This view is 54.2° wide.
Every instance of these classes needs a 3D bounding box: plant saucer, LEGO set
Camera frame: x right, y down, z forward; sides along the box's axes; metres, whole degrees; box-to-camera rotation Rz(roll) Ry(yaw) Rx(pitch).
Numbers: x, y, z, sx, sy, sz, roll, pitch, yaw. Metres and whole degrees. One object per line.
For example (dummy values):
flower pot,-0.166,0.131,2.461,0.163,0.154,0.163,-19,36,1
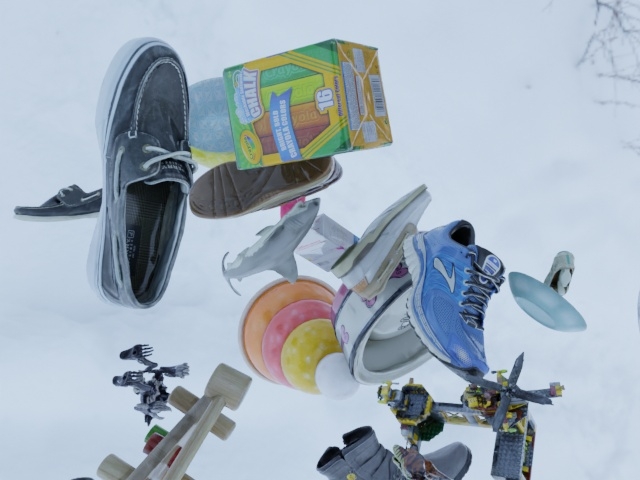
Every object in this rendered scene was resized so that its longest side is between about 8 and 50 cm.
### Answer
plant saucer,0.473,0.143,1.340,0.037,0.195,0.195,-48,121,-7
LEGO set,0.142,0.287,0.762,0.192,0.255,0.331,54,51,-40

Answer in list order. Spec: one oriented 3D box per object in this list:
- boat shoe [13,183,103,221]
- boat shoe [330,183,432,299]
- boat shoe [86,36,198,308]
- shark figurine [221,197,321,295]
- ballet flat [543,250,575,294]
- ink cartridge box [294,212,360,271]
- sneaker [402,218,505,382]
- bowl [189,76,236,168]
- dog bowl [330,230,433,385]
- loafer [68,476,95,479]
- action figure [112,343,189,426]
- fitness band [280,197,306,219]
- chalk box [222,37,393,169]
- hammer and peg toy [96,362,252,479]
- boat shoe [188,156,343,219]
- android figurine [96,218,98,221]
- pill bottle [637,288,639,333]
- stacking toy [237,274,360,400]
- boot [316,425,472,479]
boat shoe,-0.531,-0.079,1.318,0.233,0.084,0.079,-12,100,-46
boat shoe,0.148,0.001,1.310,0.103,0.113,0.302,47,63,-4
boat shoe,-0.199,-0.078,0.761,0.121,0.119,0.335,2,96,-46
shark figurine,-0.101,0.045,1.182,0.116,0.278,0.166,49,26,-10
ballet flat,0.528,0.091,1.385,0.168,0.057,0.052,76,12,-49
ink cartridge box,0.000,0.000,1.407,0.181,0.104,0.062,33,49,-41
sneaker,0.227,0.079,1.025,0.130,0.147,0.330,38,32,-31
bowl,-0.236,-0.269,1.602,0.289,0.289,0.156,-44,156,-31
dog bowl,0.202,0.150,1.483,0.408,0.150,0.408,-26,143,-21
loafer,-0.531,0.574,1.272,0.220,0.078,0.080,-48,144,5
action figure,-0.424,0.381,1.616,0.276,0.141,0.164,73,25,-55
fitness band,-0.067,-0.115,1.559,0.054,0.291,0.209,5,80,2
chalk box,-0.048,-0.226,1.099,0.179,0.289,0.180,-20,102,-59
hammer and peg toy,-0.253,0.355,0.996,0.361,0.127,0.266,-64,170,30
boat shoe,-0.115,-0.113,1.327,0.123,0.342,0.123,26,49,-64
android figurine,-0.491,0.004,1.622,0.248,0.056,0.273,52,21,-66
pill bottle,0.781,0.131,1.105,0.210,0.363,0.210,10,75,-42
stacking toy,-0.021,0.314,1.716,0.350,0.480,0.351,-4,103,-17
boot,0.175,0.531,1.498,0.338,0.118,0.223,-34,98,4
